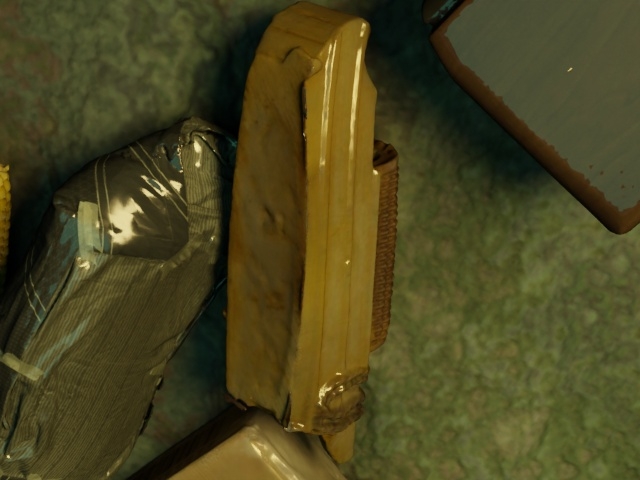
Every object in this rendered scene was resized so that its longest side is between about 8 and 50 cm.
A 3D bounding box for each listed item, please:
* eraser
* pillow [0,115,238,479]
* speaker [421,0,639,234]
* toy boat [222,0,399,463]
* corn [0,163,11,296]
[{"bbox_3d":[-0.130,0.259,1.037,0.343,0.078,0.144,-35,102,19],"label":"eraser"},{"bbox_3d":[-0.153,0.063,0.943,0.092,0.161,0.335,43,115,35],"label":"pillow"},{"bbox_3d":[0.196,-0.152,0.794,0.192,0.153,0.231,42,110,-9],"label":"speaker"},{"bbox_3d":[0.000,0.000,0.903,0.089,0.115,0.310,19,114,42],"label":"toy boat"},{"bbox_3d":[-0.267,0.050,0.976,0.081,0.081,0.248,14,113,3],"label":"corn"}]
